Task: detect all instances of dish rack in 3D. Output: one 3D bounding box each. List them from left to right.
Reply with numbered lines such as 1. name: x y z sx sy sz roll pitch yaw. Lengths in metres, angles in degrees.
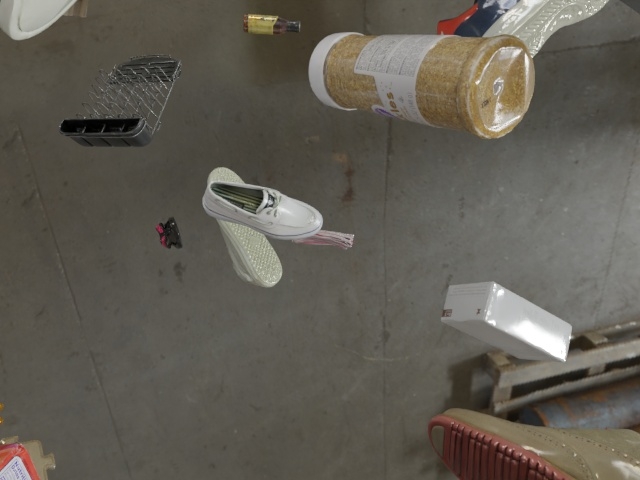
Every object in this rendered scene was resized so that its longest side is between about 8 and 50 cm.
1. dish rack: -0.429 -0.322 1.147 0.208 0.271 0.074 4 153 18

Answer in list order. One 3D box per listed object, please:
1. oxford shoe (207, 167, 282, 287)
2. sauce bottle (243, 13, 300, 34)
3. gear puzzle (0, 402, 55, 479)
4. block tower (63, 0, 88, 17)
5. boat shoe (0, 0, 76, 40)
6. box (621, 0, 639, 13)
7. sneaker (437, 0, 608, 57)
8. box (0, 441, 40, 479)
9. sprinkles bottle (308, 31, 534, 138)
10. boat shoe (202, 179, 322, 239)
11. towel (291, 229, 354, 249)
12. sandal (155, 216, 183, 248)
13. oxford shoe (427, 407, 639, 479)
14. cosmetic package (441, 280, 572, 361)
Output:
1. oxford shoe: -0.281 -0.036 1.781 0.169 0.130 0.449 -24 87 -40
2. sauce bottle: -0.111 -0.491 1.177 0.128 0.042 0.042 0 115 -7
3. gear puzzle: -0.435 0.330 0.675 0.175 0.339 0.044 0 130 -39
4. block tower: -0.475 -0.397 0.766 0.097 0.335 0.091 22 112 1
5. boat shoe: -0.178 -0.289 0.337 0.099 0.116 0.319 33 122 -10
6. box: 0.333 -0.324 0.477 0.261 0.103 0.184 29 114 -9
7. sneaker: 0.329 -0.392 0.799 0.350 0.148 0.131 -37 146 -10
8. box: -0.238 0.288 0.342 0.123 0.128 0.257 -14 104 7
9. sprinkles bottle: 0.120 -0.231 0.735 0.121 0.355 0.121 -13 115 -29
10. boat shoe: -0.103 -0.056 0.946 0.226 0.083 0.076 8 156 -10
11. towel: 0.000 0.000 1.228 0.144 0.197 0.029 9 84 -2
12. sandal: -0.324 -0.010 1.088 0.040 0.179 0.067 -16 94 -24
13. oxford shoe: 0.300 0.271 0.598 0.130 0.348 0.123 -41 138 -41
14. cosmetic package: 0.363 0.160 1.007 0.231 0.117 0.085 29 69 -24
